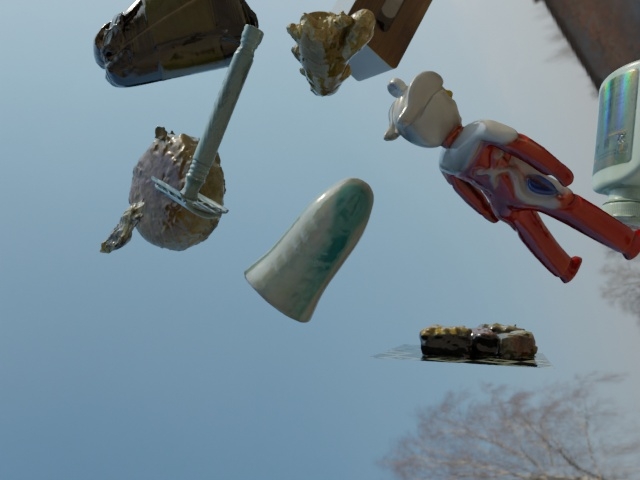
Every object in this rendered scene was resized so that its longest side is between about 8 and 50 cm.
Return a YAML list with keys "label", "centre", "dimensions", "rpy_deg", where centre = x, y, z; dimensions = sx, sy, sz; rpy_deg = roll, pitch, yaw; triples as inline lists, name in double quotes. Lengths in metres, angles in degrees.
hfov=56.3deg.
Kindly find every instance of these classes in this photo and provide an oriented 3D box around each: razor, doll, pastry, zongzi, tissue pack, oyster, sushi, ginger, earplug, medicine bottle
- label: "razor"
  centre: [-0.126, -0.149, 0.728]
  dimensions: [0.068, 0.106, 0.232]
  rpy_deg: [19, -86, -39]
- label: "doll"
  centre: [0.239, -0.089, 0.810]
  dimensions: [0.384, 0.188, 0.099]
  rpy_deg: [38, -114, -4]
- label: "pastry"
  centre: [-0.382, -0.124, 1.586]
  dimensions: [0.136, 0.329, 0.330]
  rpy_deg: [9, -112, -51]
- label: "zongzi"
  centre: [-0.290, -0.455, 1.085]
  dimensions: [0.289, 0.154, 0.318]
  rpy_deg: [-18, -85, -20]
- label: "tissue pack"
  centre: [0.124, -0.507, 1.343]
  dimensions: [0.159, 0.136, 0.246]
  rpy_deg: [34, -107, -25]
- label: "oyster"
  centre: [-0.470, -0.031, 1.441]
  dimensions: [0.053, 0.108, 0.166]
  rpy_deg: [30, -91, -33]
- label: "sushi"
  centre: [0.260, 0.181, 1.088]
  dimensions: [0.294, 0.291, 0.059]
  rpy_deg: [15, -104, -73]
- label: "ginger"
  centre: [0.004, -0.295, 0.947]
  dimensions: [0.115, 0.205, 0.081]
  rpy_deg: [-14, -107, -23]
- label: "earplug"
  centre: [0.000, 0.000, 1.314]
  dimensions: [0.185, 0.324, 0.185]
  rpy_deg: [37, -173, -6]
- label: "medicine bottle"
  centre: [0.440, -0.128, 0.843]
  dimensions: [0.121, 0.083, 0.229]
  rpy_deg: [139, 140, -78]
